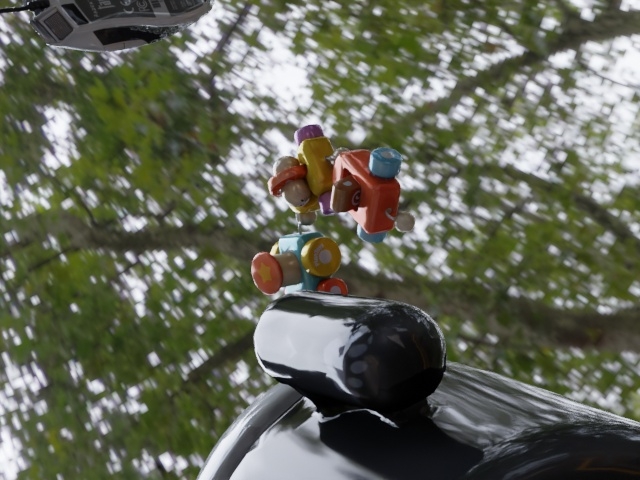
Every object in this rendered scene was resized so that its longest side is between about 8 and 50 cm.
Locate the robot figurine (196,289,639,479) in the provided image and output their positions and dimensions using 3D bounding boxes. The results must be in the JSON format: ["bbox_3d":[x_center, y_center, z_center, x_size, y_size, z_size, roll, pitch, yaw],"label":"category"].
[{"bbox_3d":[0.056,0.132,0.559,0.174,0.278,0.209,11,-90,-23],"label":"robot figurine"}]

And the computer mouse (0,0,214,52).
[{"bbox_3d":[-0.163,-0.152,1.060,0.193,0.106,0.042,-11,-28,-25],"label":"computer mouse"}]

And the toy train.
[{"bbox_3d":[0.000,0.000,0.963,0.046,0.125,0.166,-10,-48,-27],"label":"toy train"}]
